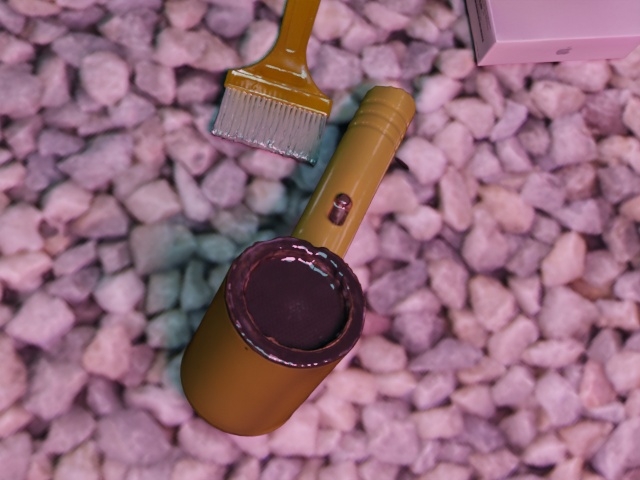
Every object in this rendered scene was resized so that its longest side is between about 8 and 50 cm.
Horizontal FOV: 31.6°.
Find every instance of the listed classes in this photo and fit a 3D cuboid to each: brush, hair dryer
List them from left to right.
[{"bbox_3d":[-0.020,-0.161,0.871,0.083,0.011,0.205,16,71,-6],"label":"brush"},{"bbox_3d":[0.000,0.000,0.786,0.090,0.135,0.278,29,54,-2],"label":"hair dryer"}]

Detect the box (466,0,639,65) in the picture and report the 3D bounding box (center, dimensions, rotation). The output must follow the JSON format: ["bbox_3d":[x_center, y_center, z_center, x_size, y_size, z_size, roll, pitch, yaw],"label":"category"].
[{"bbox_3d":[0.181,-0.210,0.903,0.129,0.051,0.130,-5,76,-13],"label":"box"}]
